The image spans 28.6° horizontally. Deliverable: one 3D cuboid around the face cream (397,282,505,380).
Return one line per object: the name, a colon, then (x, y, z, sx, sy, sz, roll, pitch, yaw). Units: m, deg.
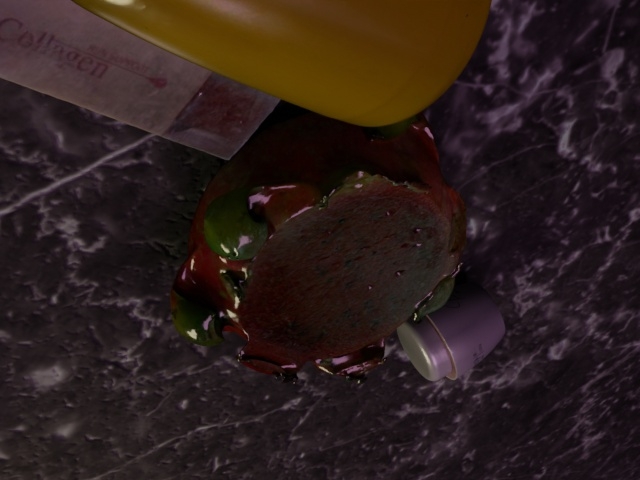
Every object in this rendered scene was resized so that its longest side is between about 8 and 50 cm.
face cream: (0.135, 0.093, 1.300, 0.095, 0.091, 0.091, -29, 144, -12)

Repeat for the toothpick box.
toothpick box: (-0.037, -0.184, 0.788, 0.271, 0.175, 0.175, 14, 127, -40)

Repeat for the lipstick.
lipstick: (-0.184, -0.148, 0.809, 0.371, 0.080, 0.076, 18, 124, -46)

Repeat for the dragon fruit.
dragon fruit: (0.000, 0.000, 1.063, 0.268, 0.130, 0.295, -40, 142, 14)
